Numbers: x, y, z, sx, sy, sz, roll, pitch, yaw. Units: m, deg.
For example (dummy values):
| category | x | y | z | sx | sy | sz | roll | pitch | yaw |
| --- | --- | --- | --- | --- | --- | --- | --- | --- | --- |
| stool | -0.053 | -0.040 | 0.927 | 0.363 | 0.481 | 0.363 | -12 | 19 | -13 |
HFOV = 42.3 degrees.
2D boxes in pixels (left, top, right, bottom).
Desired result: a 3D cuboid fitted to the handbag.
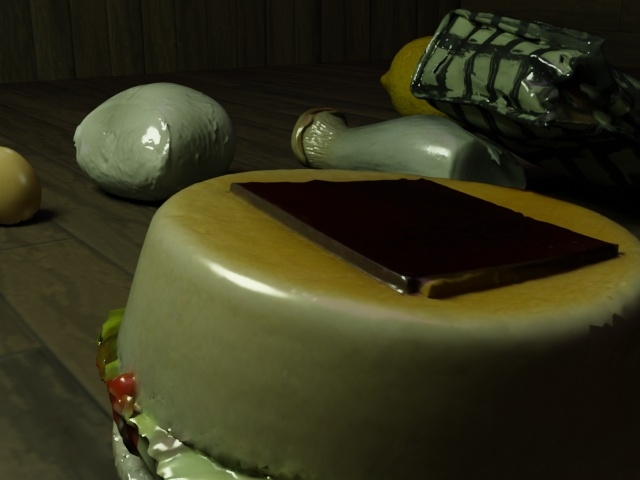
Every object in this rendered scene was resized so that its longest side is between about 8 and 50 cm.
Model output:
| category | x | y | z | sx | sy | sz | roll | pitch | yaw |
| --- | --- | --- | --- | --- | --- | --- | --- | --- | --- |
| handbag | 0.323 | -0.161 | 1.046 | 0.325 | 0.162 | 0.327 | 21 | 13 | -23 |

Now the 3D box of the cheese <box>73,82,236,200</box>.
| category | x | y | z | sx | sy | sz | roll | pitch | yaw |
| --- | --- | --- | --- | --- | --- | --- | --- | --- | --- |
| cheese | -0.215 | -0.137 | 1.132 | 0.198 | 0.154 | 0.189 | 14 | 17 | 41 |

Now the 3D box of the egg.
| category | x | y | z | sx | sy | sz | roll | pitch | yaw |
| --- | --- | --- | --- | --- | --- | --- | --- | --- | --- |
| egg | -0.382 | -0.067 | 1.001 | 0.080 | 0.096 | 0.080 | -13 | 25 | 6 |

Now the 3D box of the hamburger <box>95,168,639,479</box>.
| category | x | y | z | sx | sy | sz | roll | pitch | yaw |
| --- | --- | --- | --- | --- | --- | --- | --- | --- | --- |
| hamburger | 0.033 | 0.064 | 0.438 | 0.302 | 0.170 | 0.302 | 4 | 17 | -1 |

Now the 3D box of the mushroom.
| category | x | y | z | sx | sy | sz | roll | pitch | yaw |
| --- | --- | --- | --- | --- | --- | --- | --- | --- | --- |
| mushroom | 0.107 | -0.114 | 1.154 | 0.328 | 0.122 | 0.159 | 15 | -15 | 40 |

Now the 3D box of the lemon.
| category | x | y | z | sx | sy | sz | roll | pitch | yaw |
| --- | --- | --- | --- | --- | --- | --- | --- | --- | --- |
| lemon | 0.232 | -0.306 | 1.620 | 0.244 | 0.187 | 0.187 | 10 | 19 | 21 |
